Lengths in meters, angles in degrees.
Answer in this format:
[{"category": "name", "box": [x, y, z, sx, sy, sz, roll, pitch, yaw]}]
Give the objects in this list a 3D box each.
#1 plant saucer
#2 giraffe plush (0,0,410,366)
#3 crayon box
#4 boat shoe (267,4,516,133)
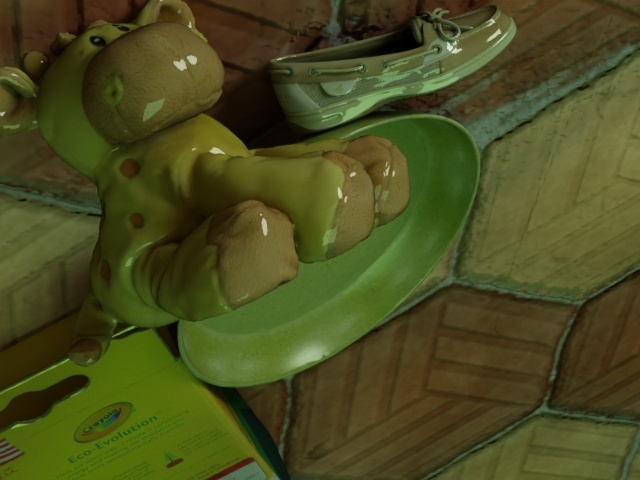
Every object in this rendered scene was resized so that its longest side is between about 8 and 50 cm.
[{"category": "plant saucer", "box": [0.000, 0.000, 1.060, 0.241, 0.037, 0.241, -28, 149, -19]}, {"category": "giraffe plush", "box": [-0.081, -0.048, 0.870, 0.210, 0.170, 0.181, -23, -175, 31]}, {"category": "crayon box", "box": [-0.158, 0.149, 1.145, 0.202, 0.081, 0.318, -27, 144, 1]}, {"category": "boat shoe", "box": [0.045, -0.114, 0.975, 0.153, 0.056, 0.048, -21, 113, 2]}]
